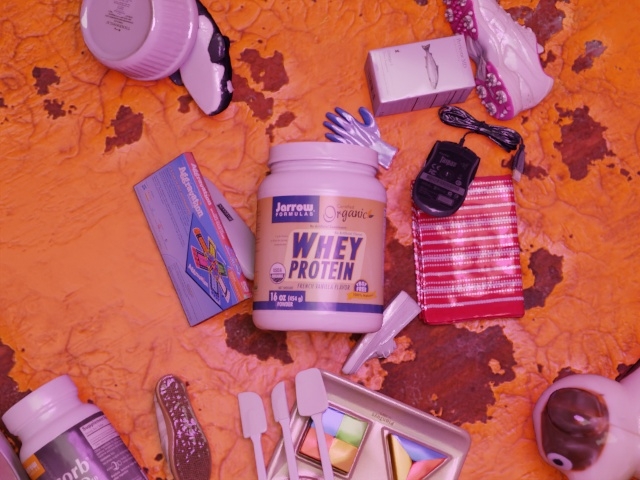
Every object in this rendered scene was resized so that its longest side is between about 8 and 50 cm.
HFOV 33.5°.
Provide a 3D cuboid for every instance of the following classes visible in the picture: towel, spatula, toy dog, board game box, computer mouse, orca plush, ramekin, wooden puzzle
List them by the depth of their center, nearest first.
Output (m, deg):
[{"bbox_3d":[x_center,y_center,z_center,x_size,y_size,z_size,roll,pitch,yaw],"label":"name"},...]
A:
[{"bbox_3d":[0.567,0.293,1.814,0.408,0.284,0.395,-17,82,-4],"label":"toy dog"},{"bbox_3d":[-0.052,0.352,1.836,0.168,0.019,0.242,-19,62,12],"label":"spatula"},{"bbox_3d":[0.064,0.438,1.860,0.322,0.080,0.348,23,81,0],"label":"wooden puzzle"},{"bbox_3d":[-0.230,-0.001,1.898,0.145,0.027,0.281,-28,82,35],"label":"board game box"},{"bbox_3d":[-0.334,-0.394,1.912,0.207,0.109,0.207,1,91,28],"label":"ramekin"},{"bbox_3d":[0.273,-0.120,1.952,0.184,0.060,0.262,19,56,3],"label":"computer mouse"},{"bbox_3d":[0.271,0.015,1.965,0.199,0.031,0.275,-3,81,-4],"label":"towel"},{"bbox_3d":[-0.223,-0.369,1.990,0.151,0.102,0.287,-46,71,35],"label":"orca plush"}]

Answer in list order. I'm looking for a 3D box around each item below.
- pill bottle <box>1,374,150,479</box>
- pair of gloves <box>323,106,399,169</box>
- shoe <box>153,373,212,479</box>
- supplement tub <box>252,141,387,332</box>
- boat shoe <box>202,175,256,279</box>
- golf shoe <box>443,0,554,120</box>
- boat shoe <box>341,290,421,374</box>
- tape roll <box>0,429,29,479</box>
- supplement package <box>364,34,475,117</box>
[{"bbox_3d":[-0.407,0.378,1.802,0.162,0.162,0.278,-35,84,-8],"label":"pill bottle"},{"bbox_3d":[0.051,-0.154,1.984,0.159,0.023,0.198,33,81,2],"label":"pair of gloves"},{"bbox_3d":[-0.245,0.342,1.876,0.076,0.058,0.219,-12,85,-25],"label":"shoe"},{"bbox_3d":[0.000,0.000,1.843,0.228,0.228,0.316,2,85,-3],"label":"supplement tub"},{"bbox_3d":[-0.180,-0.013,1.927,0.070,0.078,0.219,-41,77,32],"label":"boat shoe"},{"bbox_3d":[0.333,-0.381,2.002,0.140,0.115,0.306,-21,89,-17],"label":"golf shoe"},{"bbox_3d":[0.111,0.177,1.918,0.063,0.066,0.184,40,75,-1],"label":"boat shoe"},{"bbox_3d":[-0.548,0.416,1.728,0.100,0.286,0.286,-28,83,-6],"label":"tape roll"},{"bbox_3d":[0.181,-0.304,1.973,0.179,0.105,0.105,-11,81,-5],"label":"supplement package"}]
